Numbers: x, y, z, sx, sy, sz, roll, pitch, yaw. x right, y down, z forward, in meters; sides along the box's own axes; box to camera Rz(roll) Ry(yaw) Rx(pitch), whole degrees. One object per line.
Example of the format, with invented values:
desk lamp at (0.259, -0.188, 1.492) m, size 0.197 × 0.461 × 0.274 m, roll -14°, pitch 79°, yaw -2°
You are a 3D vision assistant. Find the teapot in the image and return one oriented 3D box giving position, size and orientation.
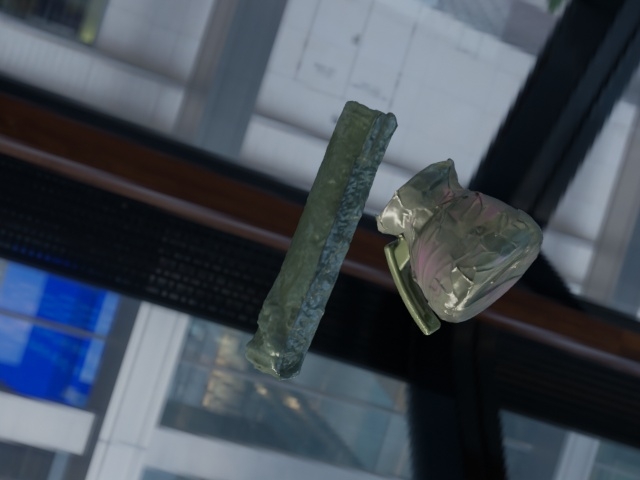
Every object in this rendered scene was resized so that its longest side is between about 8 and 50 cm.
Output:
teapot at (0.060, 0.004, 0.620) m, size 0.064 × 0.083 × 0.064 m, roll -21°, pitch -117°, yaw -47°

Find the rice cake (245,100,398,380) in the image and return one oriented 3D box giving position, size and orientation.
rice cake at (0.000, 0.000, 0.542) m, size 0.022 × 0.121 × 0.022 m, roll 17°, pitch -174°, yaw -46°
